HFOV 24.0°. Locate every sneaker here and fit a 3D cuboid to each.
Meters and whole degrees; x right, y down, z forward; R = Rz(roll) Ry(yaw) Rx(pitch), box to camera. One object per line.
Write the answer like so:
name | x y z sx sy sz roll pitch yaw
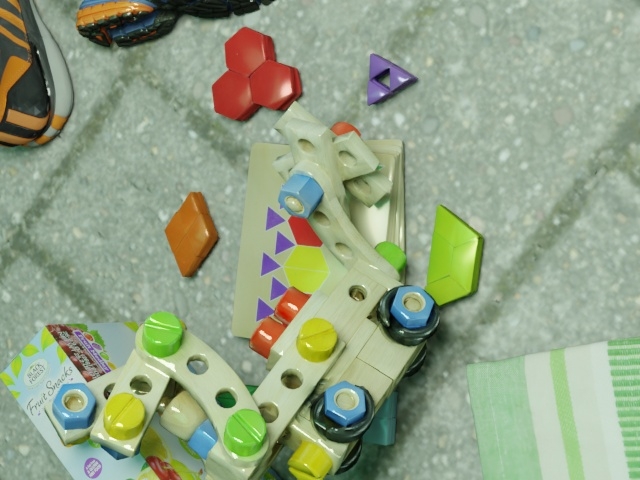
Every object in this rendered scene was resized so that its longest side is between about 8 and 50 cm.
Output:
sneaker | -0.119 -0.238 1.301 0.221 0.083 0.087 -12 76 20
sneaker | -0.344 -0.235 1.345 0.124 0.180 0.321 -35 75 20

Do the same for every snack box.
snack box | -0.141 0.163 1.245 0.070 0.174 0.207 -45 71 17

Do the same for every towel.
towel | 0.283 0.189 1.129 0.325 0.038 0.248 -13 82 26

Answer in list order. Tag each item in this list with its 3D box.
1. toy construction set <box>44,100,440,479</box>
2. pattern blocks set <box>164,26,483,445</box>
toy construction set | -0.035 0.064 1.149 0.215 0.151 0.327 31 72 11
pattern blocks set | 0.000 0.000 1.266 0.285 0.026 0.324 16 95 24
